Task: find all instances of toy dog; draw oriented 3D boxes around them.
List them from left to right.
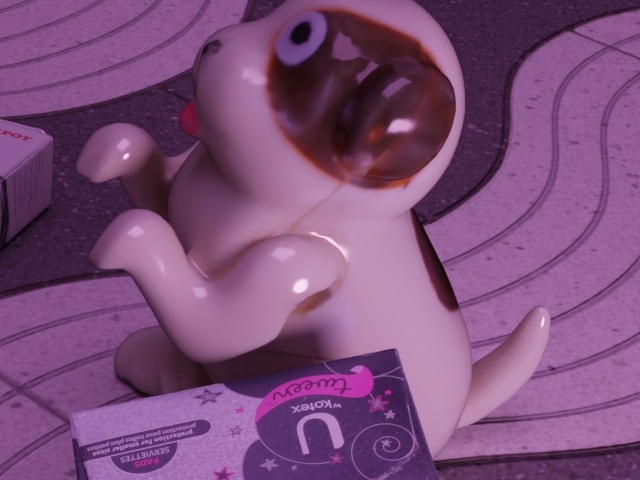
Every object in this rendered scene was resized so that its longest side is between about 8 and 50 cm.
[{"bbox_3d":[0.000,0.000,1.504,0.395,0.408,0.284,4,31,0],"label":"toy dog"}]

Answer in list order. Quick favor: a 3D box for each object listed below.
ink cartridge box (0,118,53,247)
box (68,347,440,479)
[{"bbox_3d":[-0.367,-0.043,1.840,0.148,0.086,0.203,16,32,17],"label":"ink cartridge box"},{"bbox_3d":[-0.043,0.195,1.368,0.247,0.142,0.163,-10,43,-6],"label":"box"}]
